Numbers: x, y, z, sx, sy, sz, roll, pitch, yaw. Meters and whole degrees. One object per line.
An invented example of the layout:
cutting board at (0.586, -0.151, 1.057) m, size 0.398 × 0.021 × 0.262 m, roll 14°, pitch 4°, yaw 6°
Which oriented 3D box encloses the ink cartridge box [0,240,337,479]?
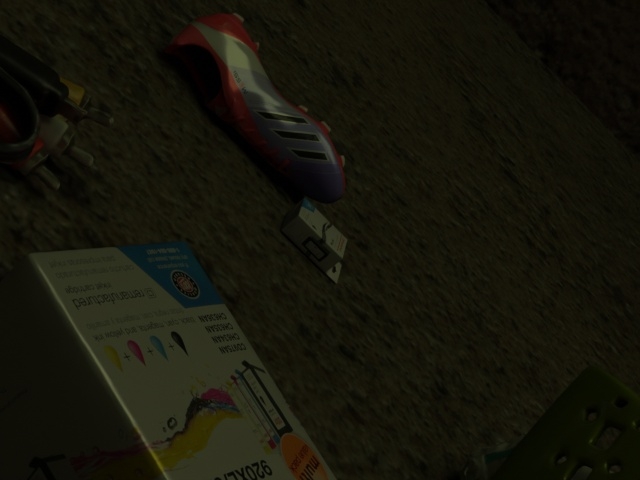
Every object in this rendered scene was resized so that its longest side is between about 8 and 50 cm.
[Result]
ink cartridge box at (-0.118, 0.143, 0.837) m, size 0.233 × 0.168 × 0.171 m, roll 56°, pitch 23°, yaw 13°

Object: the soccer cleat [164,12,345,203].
soccer cleat at (-0.069, -0.133, 1.504) m, size 0.095 × 0.083 × 0.248 m, roll -34°, pitch 89°, yaw -38°

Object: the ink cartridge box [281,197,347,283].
ink cartridge box at (0.000, 0.000, 1.462) m, size 0.083 × 0.028 × 0.048 m, roll 45°, pitch 23°, yaw -13°

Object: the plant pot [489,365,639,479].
plant pot at (0.283, 0.278, 1.209) m, size 0.227 × 0.228 × 0.207 m, roll 42°, pitch -5°, yaw -22°

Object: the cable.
cable at (-0.305, -0.146, 1.131) m, size 0.287 × 0.072 × 0.139 m, roll 35°, pitch 41°, yaw -5°

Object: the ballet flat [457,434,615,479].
ballet flat at (0.305, 0.322, 1.394) m, size 0.409 × 0.147 × 0.147 m, roll 39°, pitch 25°, yaw -27°
